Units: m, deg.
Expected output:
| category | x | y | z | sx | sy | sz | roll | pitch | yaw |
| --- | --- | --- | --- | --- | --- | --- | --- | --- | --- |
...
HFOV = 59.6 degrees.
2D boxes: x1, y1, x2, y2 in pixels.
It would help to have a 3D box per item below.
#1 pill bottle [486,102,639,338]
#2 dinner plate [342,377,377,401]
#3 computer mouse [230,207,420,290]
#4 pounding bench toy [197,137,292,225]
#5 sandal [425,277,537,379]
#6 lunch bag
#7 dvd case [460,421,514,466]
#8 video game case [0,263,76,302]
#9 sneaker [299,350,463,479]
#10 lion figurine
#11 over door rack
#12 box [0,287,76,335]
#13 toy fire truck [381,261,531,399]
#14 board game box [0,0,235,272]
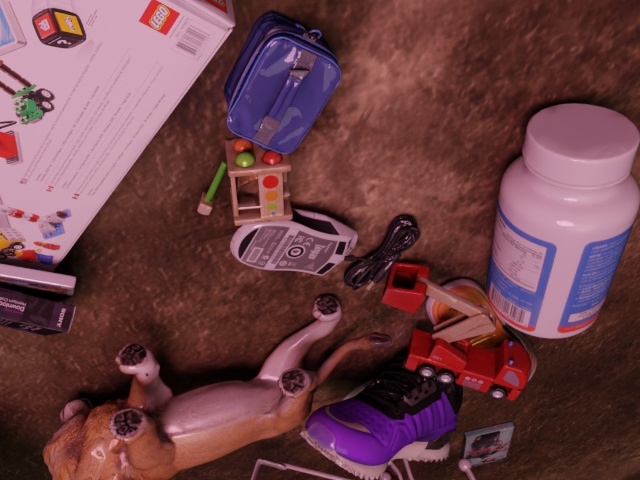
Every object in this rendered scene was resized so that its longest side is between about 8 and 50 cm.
| category | x | y | z | sx | sy | sz | roll | pitch | yaw |
| --- | --- | --- | --- | --- | --- | --- | --- | --- | --- |
| pill bottle | 0.237 | -0.015 | 0.553 | 0.124 | 0.124 | 0.221 | -11 | 134 | -4 |
| dinner plate | 0.098 | 0.247 | 0.831 | 0.141 | 0.017 | 0.141 | -8 | 132 | -9 |
| computer mouse | 0.000 | 0.000 | 0.566 | 0.193 | 0.042 | 0.106 | 13 | 132 | -31 |
| pounding bench toy | -0.069 | -0.055 | 0.488 | 0.083 | 0.052 | 0.065 | -7 | 133 | -8 |
| sandal | 0.216 | 0.149 | 0.729 | 0.102 | 0.076 | 0.265 | -33 | 131 | 16 |
| lunch bag | -0.029 | -0.121 | 0.430 | 0.067 | 0.065 | 0.098 | 17 | 126 | -27 |
| dvd case | 0.293 | 0.364 | 0.989 | 0.087 | 0.013 | 0.119 | -11 | 134 | -4 |
| video game case | -0.268 | 0.038 | 0.503 | 0.087 | 0.011 | 0.122 | 13 | 163 | -22 |
| sneaker | 0.094 | 0.199 | 0.704 | 0.293 | 0.102 | 0.146 | 18 | 96 | -51 |
| lion figurine | -0.120 | 0.202 | 0.654 | 0.392 | 0.142 | 0.240 | -5 | 140 | -15 |
| over door rack | 0.062 | 0.387 | 0.880 | 0.324 | 0.108 | 0.239 | -1 | 142 | 4 |
| box | -0.316 | 0.054 | 0.502 | 0.162 | 0.029 | 0.116 | 23 | 159 | -30 |
| toy fire truck | 0.157 | 0.107 | 0.642 | 0.192 | 0.047 | 0.135 | 16 | 132 | 5 |
| board game box | -0.221 | -0.088 | 0.368 | 0.193 | 0.053 | 0.305 | 19 | 136 | -37 |
